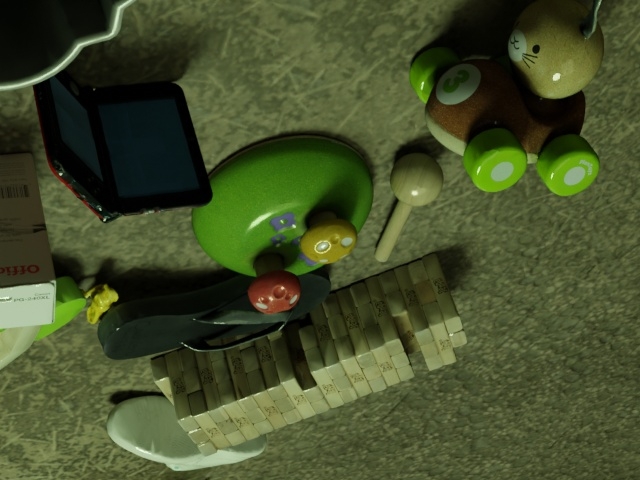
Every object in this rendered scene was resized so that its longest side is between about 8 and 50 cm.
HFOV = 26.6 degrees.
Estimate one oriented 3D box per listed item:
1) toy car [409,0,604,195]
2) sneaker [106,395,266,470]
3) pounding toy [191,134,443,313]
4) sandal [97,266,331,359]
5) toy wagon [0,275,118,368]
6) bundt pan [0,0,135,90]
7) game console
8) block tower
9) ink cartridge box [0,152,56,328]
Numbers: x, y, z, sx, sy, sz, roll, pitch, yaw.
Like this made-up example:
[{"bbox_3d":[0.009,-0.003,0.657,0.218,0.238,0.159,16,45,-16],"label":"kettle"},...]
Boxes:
[{"bbox_3d":[0.182,-0.159,1.162,0.148,0.155,0.188,2,129,-26],"label":"toy car"},{"bbox_3d":[-0.169,0.238,1.581,0.212,0.080,0.094,15,144,-39],"label":"sneaker"},{"bbox_3d":[0.000,0.000,1.311,0.236,0.110,0.183,-1,140,-22],"label":"pounding toy"},{"bbox_3d":[-0.103,0.086,1.400,0.254,0.054,0.097,-15,147,-24],"label":"sandal"},{"bbox_3d":[-0.351,0.108,1.266,0.344,0.068,0.267,-28,169,-32],"label":"toy wagon"},{"bbox_3d":[-0.264,-0.243,0.871,0.330,0.124,0.331,-13,144,-10],"label":"bundt pan"},{"bbox_3d":[-0.162,-0.094,1.089,0.085,0.144,0.124,-27,143,9],"label":"game console"},{"bbox_3d":[-0.010,0.130,1.489,0.335,0.097,0.091,-20,143,4],"label":"block tower"},{"bbox_3d":[-0.289,0.002,1.152,0.109,0.150,0.063,-5,141,-17],"label":"ink cartridge box"}]
